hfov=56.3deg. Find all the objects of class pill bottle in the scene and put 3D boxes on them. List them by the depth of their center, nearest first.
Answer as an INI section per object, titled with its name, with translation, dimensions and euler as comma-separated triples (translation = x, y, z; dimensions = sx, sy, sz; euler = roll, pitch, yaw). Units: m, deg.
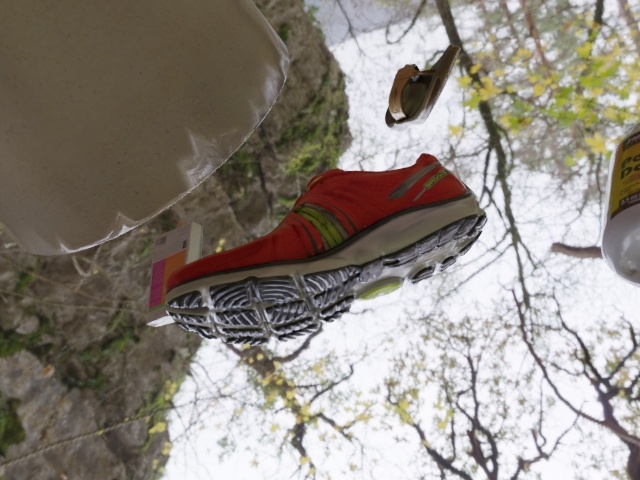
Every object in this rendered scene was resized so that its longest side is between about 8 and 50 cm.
[pill bottle]
translation = 0.382, -0.053, 0.666
dimensions = 0.117, 0.117, 0.215
euler = -9, -146, 35

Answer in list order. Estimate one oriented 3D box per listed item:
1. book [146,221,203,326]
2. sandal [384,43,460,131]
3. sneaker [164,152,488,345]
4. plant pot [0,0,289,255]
[book]
translation = -0.225, 0.052, 0.913
dimensions = 0.096, 0.035, 0.144
euler = -18, -119, 35
[sandal]
translation = 0.096, -0.163, 0.652
dimensions = 0.072, 0.049, 0.180
euler = -67, -170, -6
[sneaker]
translation = 0.000, 0.000, 0.512
dimensions = 0.278, 0.107, 0.118
euler = -18, -123, -15
[plant pot]
translation = -0.195, -0.176, 0.389
dimensions = 0.256, 0.274, 0.257
euler = -19, -140, 17
